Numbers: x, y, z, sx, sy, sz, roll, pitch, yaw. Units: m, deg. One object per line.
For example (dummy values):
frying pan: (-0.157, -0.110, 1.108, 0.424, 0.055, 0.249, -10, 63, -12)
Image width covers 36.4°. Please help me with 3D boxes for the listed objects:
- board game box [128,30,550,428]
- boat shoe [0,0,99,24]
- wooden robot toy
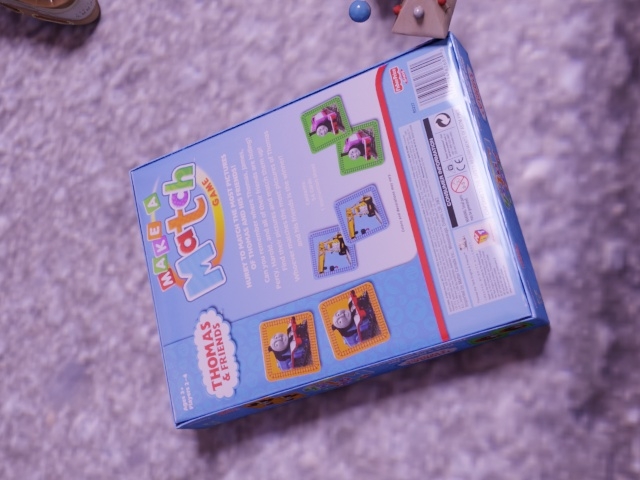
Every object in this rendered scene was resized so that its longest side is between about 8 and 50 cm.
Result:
board game box: (0.000, 0.000, 0.538, 0.211, 0.039, 0.160, -20, 72, 20)
boat shoe: (-0.210, -0.179, 0.672, 0.135, 0.045, 0.050, 29, 83, 25)
wooden robot toy: (0.039, -0.192, 0.521, 0.076, 0.079, 0.173, -12, 59, 2)
